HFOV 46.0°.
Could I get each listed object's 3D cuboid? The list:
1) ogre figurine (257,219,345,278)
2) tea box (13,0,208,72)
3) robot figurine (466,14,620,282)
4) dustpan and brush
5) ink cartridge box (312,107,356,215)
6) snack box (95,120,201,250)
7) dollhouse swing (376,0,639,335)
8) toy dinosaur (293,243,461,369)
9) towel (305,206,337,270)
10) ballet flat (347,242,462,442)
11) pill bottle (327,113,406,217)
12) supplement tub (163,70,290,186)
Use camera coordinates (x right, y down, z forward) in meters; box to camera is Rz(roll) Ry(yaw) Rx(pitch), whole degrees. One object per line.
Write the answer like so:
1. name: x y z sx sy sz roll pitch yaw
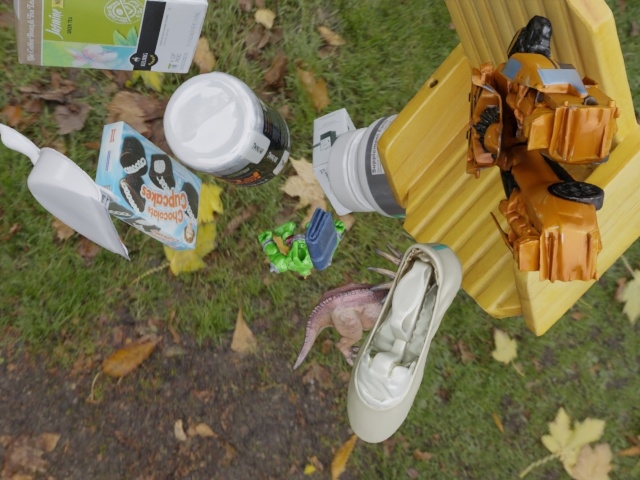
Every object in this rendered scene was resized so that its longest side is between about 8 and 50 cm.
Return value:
1. ogre figurine: -0.046 0.016 1.686 0.196 0.118 0.097 5 144 -3
2. tea box: -0.404 -0.516 1.406 0.323 0.220 0.329 -3 68 -21
3. robot figurine: 0.191 -0.090 0.693 0.084 0.291 0.211 -1 113 0
4. dustpan and brush: -0.303 -0.072 0.864 0.211 0.147 0.060 26 66 10
5. ink cartridge box: 0.050 -0.182 1.739 0.086 0.208 0.153 -19 128 17
6. snack box: -0.387 -0.115 1.729 0.060 0.322 0.187 -6 69 22
7. dollhouse swing: 0.186 -0.135 0.909 0.315 0.347 0.305 -48 132 9
8. toy dinosaur: 0.072 0.108 1.288 0.295 0.200 0.127 -20 63 -12
9. towel: 0.000 0.000 1.200 0.029 0.119 0.067 21 70 14
10. ballet flat: 0.086 0.115 0.862 0.086 0.086 0.249 21 90 -13
11. pill bottle: 0.200 -0.147 1.449 0.204 0.361 0.204 1 88 -45
12. supplement tub: -0.187 -0.229 1.653 0.207 0.338 0.207 -1 86 14
